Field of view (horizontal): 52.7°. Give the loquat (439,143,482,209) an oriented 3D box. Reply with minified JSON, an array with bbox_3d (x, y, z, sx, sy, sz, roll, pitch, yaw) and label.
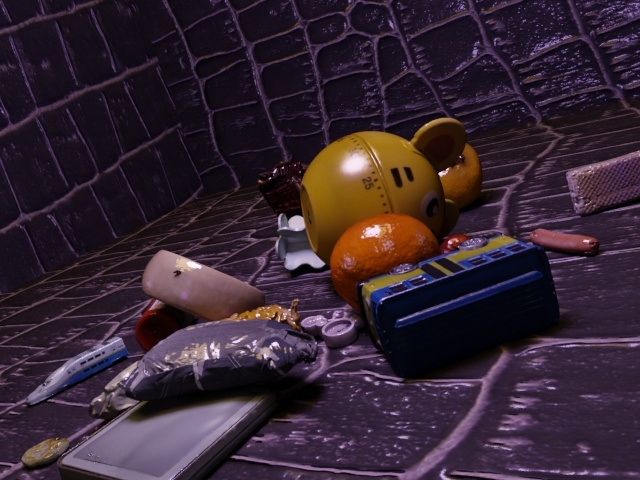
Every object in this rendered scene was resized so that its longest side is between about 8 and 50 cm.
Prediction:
[{"bbox_3d":[0.373,-0.190,1.875,0.208,0.208,0.208,-16,14,4],"label":"loquat"}]

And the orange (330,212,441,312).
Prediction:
[{"bbox_3d":[0.124,0.051,1.237,0.224,0.170,0.224,-14,-30,-8],"label":"orange"}]

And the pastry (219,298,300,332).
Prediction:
[{"bbox_3d":[-0.144,0.192,1.221,0.250,0.102,0.154,-17,8,5],"label":"pastry"}]

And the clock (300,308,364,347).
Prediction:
[{"bbox_3d":[0.022,0.168,1.250,0.129,0.041,0.087,5,30,46],"label":"clock"}]

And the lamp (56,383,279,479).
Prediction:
[{"bbox_3d":[-0.237,0.304,1.020,0.267,0.047,0.269,-7,17,38],"label":"lamp"}]

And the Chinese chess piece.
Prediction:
[{"bbox_3d":[-0.252,0.111,1.392,0.273,0.102,0.273,22,-9,3],"label":"Chinese chess piece"}]

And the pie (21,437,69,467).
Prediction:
[{"bbox_3d":[-0.478,0.369,1.124,0.085,0.017,0.085,-15,13,4],"label":"pie"}]

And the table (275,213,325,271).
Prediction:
[{"bbox_3d":[0.000,0.000,1.720,0.199,0.166,0.166,-5,17,18],"label":"table"}]

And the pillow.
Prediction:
[{"bbox_3d":[-0.169,0.199,1.082,0.335,0.092,0.161,-10,21,9],"label":"pillow"}]

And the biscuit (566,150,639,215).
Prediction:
[{"bbox_3d":[0.695,-0.139,1.485,0.239,0.108,0.062,-16,8,7],"label":"biscuit"}]

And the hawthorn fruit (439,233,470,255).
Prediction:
[{"bbox_3d":[0.292,0.032,1.390,0.093,0.093,0.093,-16,14,4],"label":"hawthorn fruit"}]

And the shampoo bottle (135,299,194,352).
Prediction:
[{"bbox_3d":[-0.359,0.174,1.559,0.105,0.104,0.278,-16,14,5],"label":"shampoo bottle"}]

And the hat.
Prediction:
[{"bbox_3d":[-0.350,0.284,1.225,0.122,0.081,0.166,-55,-6,6],"label":"hat"}]

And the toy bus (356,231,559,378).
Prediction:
[{"bbox_3d":[0.220,0.100,1.070,0.288,0.138,0.175,-19,13,-7],"label":"toy bus"}]

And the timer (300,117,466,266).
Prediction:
[{"bbox_3d":[0.157,-0.089,1.478,0.387,0.375,0.376,-14,13,-10],"label":"timer"}]

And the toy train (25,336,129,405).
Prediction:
[{"bbox_3d":[-0.550,0.291,1.447,0.234,0.051,0.052,-26,12,-32],"label":"toy train"}]

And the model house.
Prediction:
[{"bbox_3d":[0.012,-0.122,1.918,0.297,0.317,0.282,-33,13,-9],"label":"model house"}]

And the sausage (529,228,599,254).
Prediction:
[{"bbox_3d":[0.492,0.001,1.327,0.043,0.043,0.186,-22,14,-18],"label":"sausage"}]
